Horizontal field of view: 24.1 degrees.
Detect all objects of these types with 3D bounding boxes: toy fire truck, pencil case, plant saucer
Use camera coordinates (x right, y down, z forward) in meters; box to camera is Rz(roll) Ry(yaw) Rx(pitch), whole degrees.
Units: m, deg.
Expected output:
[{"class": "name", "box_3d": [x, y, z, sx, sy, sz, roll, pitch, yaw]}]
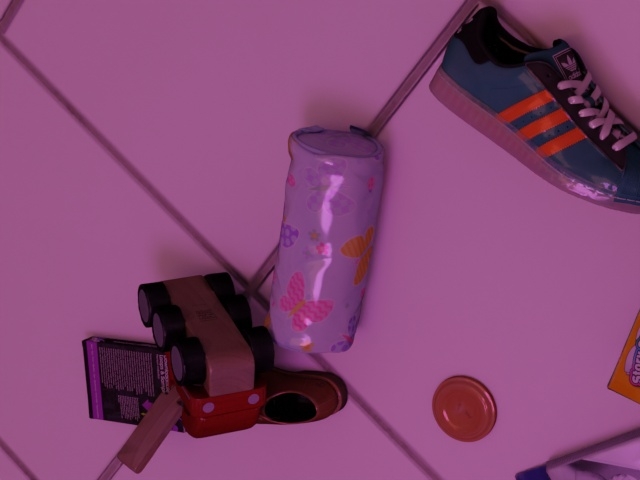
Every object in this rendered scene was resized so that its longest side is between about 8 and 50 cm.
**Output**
[{"class": "toy fire truck", "box_3d": [-0.168, 0.193, 1.894, 0.217, 0.158, 0.246, -130, 37, -53]}, {"class": "pencil case", "box_3d": [0.000, 0.000, 1.805, 0.124, 0.113, 0.273, 17, 111, 27]}, {"class": "plant saucer", "box_3d": [0.174, 0.206, 1.822, 0.083, 0.013, 0.084, 8, 108, 27]}]

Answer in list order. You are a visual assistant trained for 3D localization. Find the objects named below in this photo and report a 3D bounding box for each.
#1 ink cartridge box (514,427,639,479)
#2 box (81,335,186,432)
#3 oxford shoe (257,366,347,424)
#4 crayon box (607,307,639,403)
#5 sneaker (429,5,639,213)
[{"class": "ink cartridge box", "box_3d": [0.357, 0.342, 1.739, 0.224, 0.045, 0.223, -28, 89, 32]}, {"class": "box", "box_3d": [-0.249, 0.196, 2.044, 0.162, 0.029, 0.116, 5, 106, 29]}, {"class": "oxford shoe", "box_3d": [-0.075, 0.204, 1.924, 0.212, 0.076, 0.076, -7, 102, 32]}, {"class": "crayon box", "box_3d": [0.437, 0.069, 1.601, 0.165, 0.081, 0.278, 27, 115, 21]}, {"class": "sneaker", "box_3d": [0.261, -0.143, 1.626, 0.302, 0.108, 0.121, 35, 121, 18]}]
